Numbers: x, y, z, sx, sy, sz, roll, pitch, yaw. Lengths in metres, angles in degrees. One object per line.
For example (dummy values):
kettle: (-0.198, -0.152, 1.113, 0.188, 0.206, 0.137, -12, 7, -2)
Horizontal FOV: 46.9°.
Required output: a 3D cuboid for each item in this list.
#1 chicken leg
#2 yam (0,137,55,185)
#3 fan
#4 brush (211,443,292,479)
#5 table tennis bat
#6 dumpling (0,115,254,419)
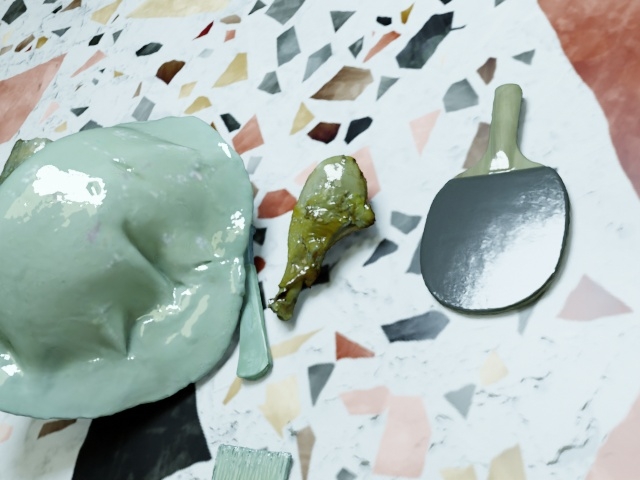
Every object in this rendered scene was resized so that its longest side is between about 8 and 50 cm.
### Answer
chicken leg: (0.000, 0.000, 0.741, 0.093, 0.070, 0.178, 24, 82, 36)
yam: (-0.398, -0.037, 1.001, 0.107, 0.107, 0.194, -4, 59, 31)
fan: (-0.072, 0.058, 0.778, 0.038, 0.016, 0.193, -22, 51, 19)
brush: (-0.082, 0.279, 0.632, 0.083, 0.011, 0.205, -3, 59, 31)
table tennis bat: (0.163, -0.045, 0.690, 0.138, 0.022, 0.246, -5, 58, 31)
dumpling: (-0.222, 0.014, 0.797, 0.320, 0.270, 0.212, -64, 18, 14)
